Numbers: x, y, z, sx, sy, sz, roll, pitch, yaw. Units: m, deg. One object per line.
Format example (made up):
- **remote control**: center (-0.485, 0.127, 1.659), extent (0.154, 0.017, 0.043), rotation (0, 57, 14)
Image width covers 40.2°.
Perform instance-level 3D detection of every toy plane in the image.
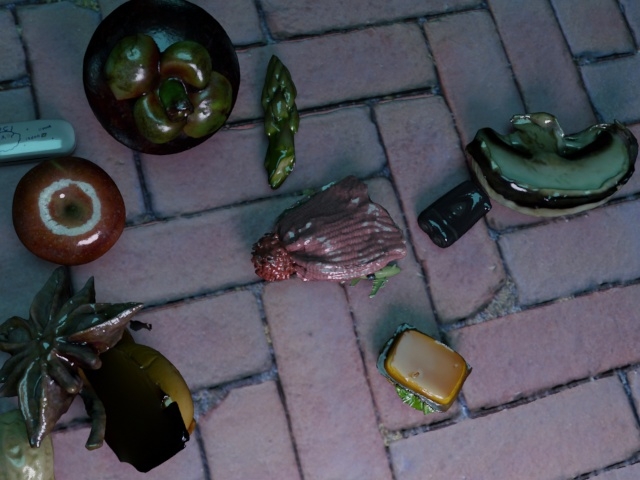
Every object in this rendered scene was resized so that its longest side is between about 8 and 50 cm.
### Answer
- **toy plane**: center (0.105, 0.062, 1.698), extent (0.111, 0.040, 0.102), rotation (-8, 63, -11)

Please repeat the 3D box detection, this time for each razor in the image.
- **razor**: center (0.271, -0.055, 1.759), extent (0.148, 0.054, 0.090), rotation (-38, 82, -20)

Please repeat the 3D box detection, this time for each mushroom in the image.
- **mushroom**: center (0.471, -0.155, 1.801), extent (0.345, 0.130, 0.247), rotation (-12, 58, -15)

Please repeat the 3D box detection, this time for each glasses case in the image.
- **glasses case**: center (-0.564, -0.186, 1.655), extent (0.197, 0.049, 0.076), rotation (-8, 73, -13)

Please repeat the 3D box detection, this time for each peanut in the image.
- **peanut**: center (-0.486, 0.401, 1.432), extent (0.124, 0.123, 0.256), rotation (-14, 72, -14)

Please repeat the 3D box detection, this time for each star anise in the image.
- **star anise**: center (-0.436, 0.196, 1.472), extent (0.350, 0.109, 0.292), rotation (15, 77, 34)

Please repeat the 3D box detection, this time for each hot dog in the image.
- **hot dog**: center (-0.301, 0.249, 1.502), extent (0.194, 0.107, 0.326), rotation (-40, 58, 19)

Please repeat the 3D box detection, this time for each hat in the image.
- **hat**: center (0.000, 0.000, 1.666), extent (0.287, 0.107, 0.236), rotation (-24, 49, -18)

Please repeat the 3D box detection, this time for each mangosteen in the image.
- **mangosteen**: center (-0.290, -0.287, 1.608), extent (0.301, 0.300, 0.300), rotation (3, 71, -9)

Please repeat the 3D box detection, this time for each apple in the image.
- **apple**: center (-0.452, -0.052, 1.578), extent (0.201, 0.162, 0.201), rotation (2, 83, -13)

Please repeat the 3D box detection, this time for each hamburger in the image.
- **hamburger**: center (0.184, 0.242, 1.626), extent (0.166, 0.087, 0.137), rotation (34, 70, 4)

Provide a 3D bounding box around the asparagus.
- **asparagus**: center (-0.079, -0.244, 1.752), extent (0.080, 0.080, 0.287), rotation (-2, 71, -11)
